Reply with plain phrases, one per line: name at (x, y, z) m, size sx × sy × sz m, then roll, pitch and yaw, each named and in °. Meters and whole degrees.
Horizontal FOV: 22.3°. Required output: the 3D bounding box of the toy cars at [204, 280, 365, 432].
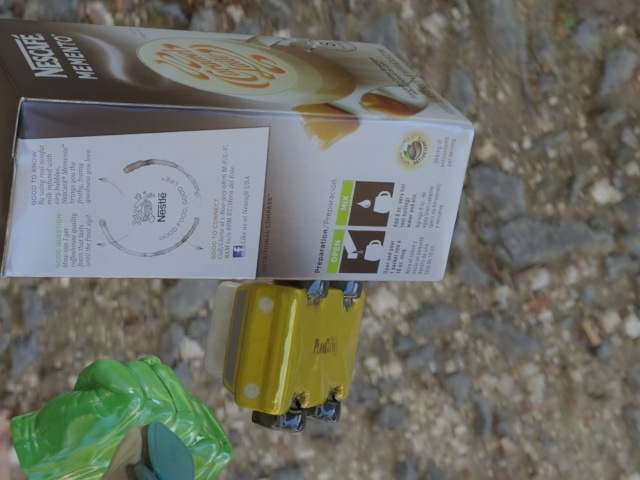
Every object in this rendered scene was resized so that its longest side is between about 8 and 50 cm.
toy cars at (0.000, 0.000, 1.150) m, size 0.087 × 0.394 × 0.176 m, roll 10°, pitch 132°, yaw 15°

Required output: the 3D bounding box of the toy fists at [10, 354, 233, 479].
toy fists at (-0.166, 0.176, 1.440) m, size 0.142 × 0.096 × 0.279 m, roll -23°, pitch 156°, yaw 2°

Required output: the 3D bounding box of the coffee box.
coffee box at (-0.061, -0.050, 0.890) m, size 0.246 × 0.141 × 0.098 m, roll 1°, pitch 114°, yaw -22°

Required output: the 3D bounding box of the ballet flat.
ballet flat at (-0.121, 0.185, 1.070) m, size 0.086 × 0.248 × 0.086 m, roll 0°, pitch 94°, yaw -3°
